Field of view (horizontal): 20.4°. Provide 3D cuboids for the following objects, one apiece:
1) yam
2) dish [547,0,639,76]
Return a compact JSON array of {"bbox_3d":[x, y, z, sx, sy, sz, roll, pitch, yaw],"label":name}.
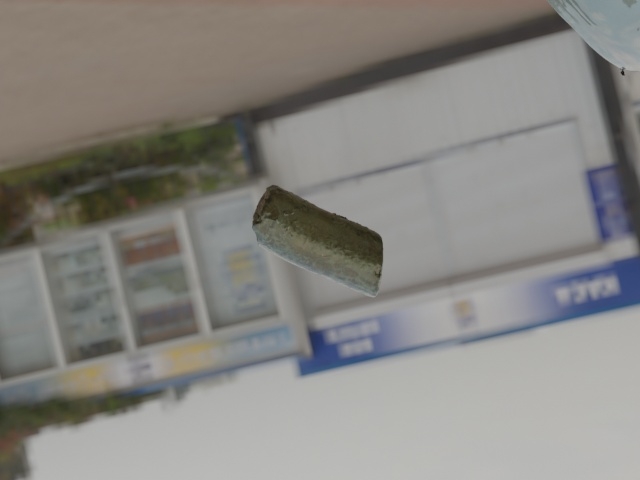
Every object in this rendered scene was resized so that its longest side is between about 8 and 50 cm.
[{"bbox_3d":[0.000,0.000,1.151,0.094,0.043,0.043,23,178,-1],"label":"yam"},{"bbox_3d":[0.203,-0.178,1.237,0.081,0.229,0.229,-43,168,20],"label":"dish"}]
